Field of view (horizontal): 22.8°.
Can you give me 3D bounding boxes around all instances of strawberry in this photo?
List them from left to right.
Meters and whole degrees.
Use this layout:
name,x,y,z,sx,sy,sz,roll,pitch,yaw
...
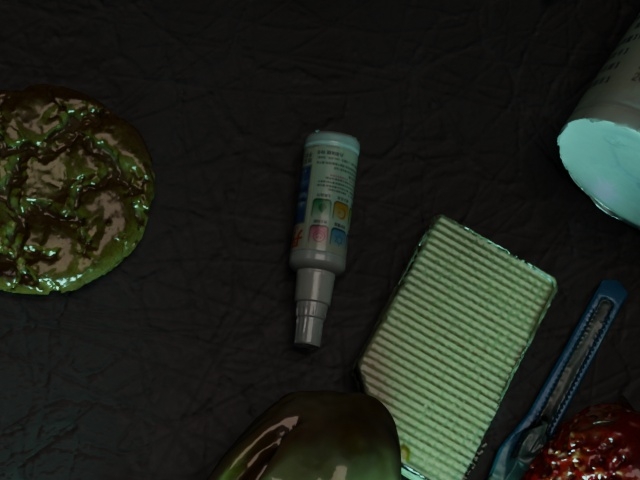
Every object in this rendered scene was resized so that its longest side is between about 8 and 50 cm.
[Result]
name,x,y,z,sx,sy,sz,roll,pitch,yaw
strawberry,0.265,0.248,1.499,0.201,0.187,0.184,-27,93,17

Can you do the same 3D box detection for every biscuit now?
name,x,y,z,sx,sy,sz,roll,pitch,yaw
biscuit,-0.272,-0.052,1.545,0.226,0.042,0.226,2,75,-9
biscuit,0.121,0.114,1.564,0.150,0.052,0.252,27,70,2

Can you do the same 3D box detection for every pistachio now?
name,x,y,z,sx,sy,sz,roll,pitch,yaw
pistachio,-0.024,0.268,1.448,0.197,0.166,0.288,29,85,-41

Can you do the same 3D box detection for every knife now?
name,x,y,z,sx,sy,sz,roll,pitch,yaw
knife,0.230,0.160,1.585,0.044,0.026,0.296,28,72,11

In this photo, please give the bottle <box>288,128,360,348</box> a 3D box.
name,x,y,z,sx,sy,sz,roll,pitch,yaw
bottle,0.000,0.000,1.569,0.060,0.060,0.217,9,72,-8

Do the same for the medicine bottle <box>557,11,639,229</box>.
name,x,y,z,sx,sy,sz,roll,pitch,yaw
medicine bottle,0.405,-0.180,1.624,0.190,0.190,0.332,36,72,1
